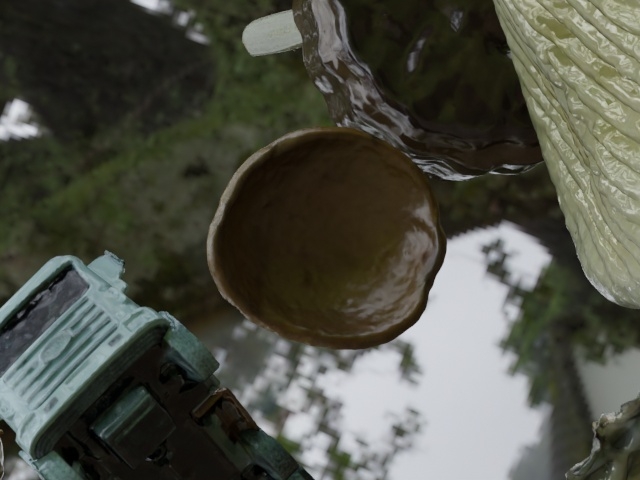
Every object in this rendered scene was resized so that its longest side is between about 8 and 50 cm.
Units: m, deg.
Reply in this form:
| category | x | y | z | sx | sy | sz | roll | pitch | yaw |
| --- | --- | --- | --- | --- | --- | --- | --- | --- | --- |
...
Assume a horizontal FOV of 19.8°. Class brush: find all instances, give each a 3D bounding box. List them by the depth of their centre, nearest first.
| category | x | y | z | sx | sy | sz | roll | pitch | yaw |
| --- | --- | --- | --- | --- | --- | --- | --- | --- | --- |
| brush | 0.049 | -0.255 | 2.010 | 0.020 | 0.336 | 0.085 | -6 | -96 | -57 |

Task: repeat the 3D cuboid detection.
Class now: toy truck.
| category | x | y | z | sx | sy | sz | roll | pitch | yaw |
| --- | --- | --- | --- | --- | --- | --- | --- | --- | --- |
| toy truck | -0.124 | 0.133 | 1.243 | 0.136 | 0.162 | 0.305 | -46 | -37 | -11 |

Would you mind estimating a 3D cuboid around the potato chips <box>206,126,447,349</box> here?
| category | x | y | z | sx | sy | sz | roll | pitch | yaw |
| --- | --- | --- | --- | --- | --- | --- | --- | --- | --- |
| potato chips | 0.001 | 0.000 | 1.545 | 0.208 | 0.062 | 0.195 | -21 | -78 | -15 |

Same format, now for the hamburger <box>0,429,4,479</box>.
| category | x | y | z | sx | sy | sz | roll | pitch | yaw |
| --- | --- | --- | --- | --- | --- | --- | --- | --- | --- |
| hamburger | -0.422 | 0.179 | 1.574 | 0.300 | 0.300 | 0.176 | 66 | -151 | -63 |

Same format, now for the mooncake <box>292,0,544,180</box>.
| category | x | y | z | sx | sy | sz | roll | pitch | yaw |
| --- | --- | --- | --- | --- | --- | --- | --- | --- | --- |
| mooncake | 0.139 | -0.211 | 1.652 | 0.187 | 0.324 | 0.324 | 173 | 120 | -84 |

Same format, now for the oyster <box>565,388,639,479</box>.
| category | x | y | z | sx | sy | sz | roll | pitch | yaw |
| --- | --- | --- | --- | --- | --- | --- | --- | --- | --- |
| oyster | 0.347 | 0.286 | 1.839 | 0.351 | 0.238 | 0.115 | -64 | 0 | 2 |

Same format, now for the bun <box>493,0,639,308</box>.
| category | x | y | z | sx | sy | sz | roll | pitch | yaw |
| --- | --- | --- | --- | --- | --- | --- | --- | --- | --- |
| bun | 0.231 | -0.117 | 1.007 | 0.227 | 0.349 | 0.352 | -17 | -53 | -6 |
